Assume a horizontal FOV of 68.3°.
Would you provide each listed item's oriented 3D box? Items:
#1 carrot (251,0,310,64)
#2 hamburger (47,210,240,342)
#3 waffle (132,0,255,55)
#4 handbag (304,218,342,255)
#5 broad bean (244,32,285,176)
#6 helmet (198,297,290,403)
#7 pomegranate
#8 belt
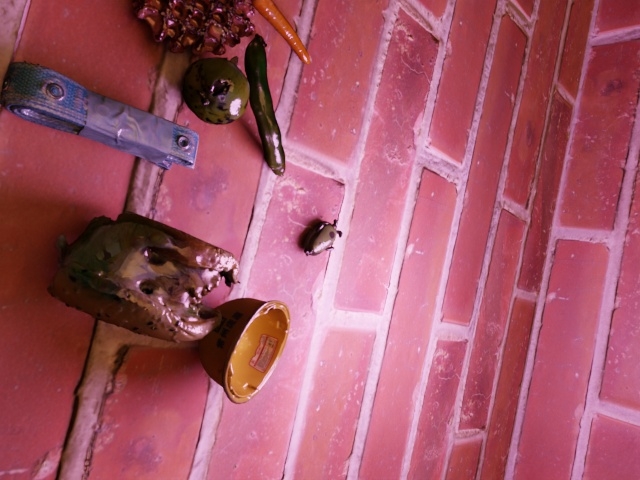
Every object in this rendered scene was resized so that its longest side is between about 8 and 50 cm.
[{"bbox_3d":[-0.074,-0.441,0.988,0.190,0.037,0.037,39,70,-40],"label":"carrot"},{"bbox_3d":[-0.269,0.053,0.733,0.288,0.192,0.167,24,84,-11],"label":"hamburger"},{"bbox_3d":[-0.228,-0.433,0.831,0.234,0.056,0.221,-42,113,-36],"label":"waffle"},{"bbox_3d":[0.000,0.000,1.104,0.111,0.047,0.072,-43,121,-32],"label":"handbag"},{"bbox_3d":[-0.106,-0.265,0.935,0.144,0.050,0.291,-69,152,-75],"label":"broad bean"},{"bbox_3d":[-0.166,0.188,0.907,0.205,0.140,0.257,-62,158,-19],"label":"helmet"},{"bbox_3d":[-0.186,-0.284,0.864,0.122,0.122,0.161,44,40,-37],"label":"pomegranate"},{"bbox_3d":[-0.333,-0.187,0.757,0.302,0.087,0.072,18,71,-43],"label":"belt"}]
